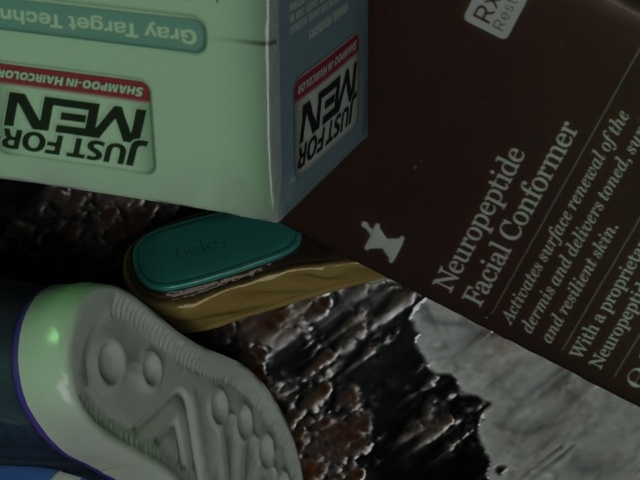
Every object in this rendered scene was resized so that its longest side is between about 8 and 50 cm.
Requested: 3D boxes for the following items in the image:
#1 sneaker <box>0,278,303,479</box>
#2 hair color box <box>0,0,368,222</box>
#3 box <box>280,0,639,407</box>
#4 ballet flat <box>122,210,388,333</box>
[{"bbox_3d":[-0.169,0.125,1.086,0.236,0.130,0.323,-6,148,25],"label":"sneaker"},{"bbox_3d":[-0.083,-0.209,0.737,0.185,0.113,0.375,9,115,19],"label":"hair color box"},{"bbox_3d":[0.048,-0.099,0.898,0.381,0.143,0.191,27,120,4],"label":"box"},{"bbox_3d":[0.000,0.000,1.068,0.232,0.080,0.073,-13,146,1],"label":"ballet flat"}]
